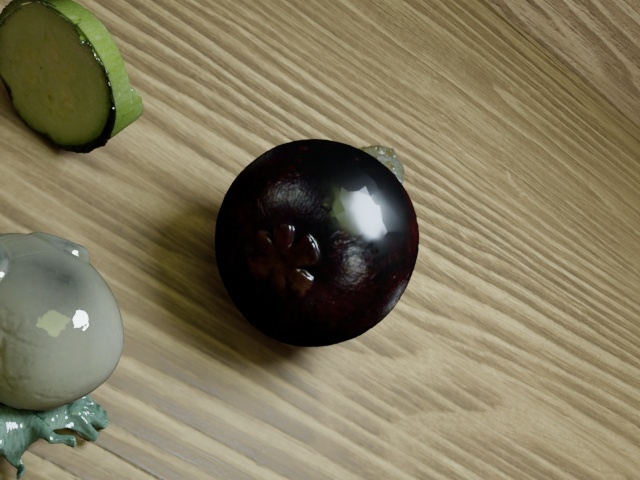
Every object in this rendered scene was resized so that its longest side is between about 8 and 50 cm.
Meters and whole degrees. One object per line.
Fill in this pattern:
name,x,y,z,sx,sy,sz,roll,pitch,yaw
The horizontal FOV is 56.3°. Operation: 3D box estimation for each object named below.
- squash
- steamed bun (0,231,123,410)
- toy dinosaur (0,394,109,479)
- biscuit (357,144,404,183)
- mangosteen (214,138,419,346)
squash,-0.349,-0.247,0.864,0.220,0.220,0.133,45,47,-2
steamed bun,-0.327,0.076,0.688,0.228,0.130,0.177,48,34,20
toy dinosaur,-0.392,0.219,0.594,0.383,0.076,0.129,8,25,-40
biscuit,0.103,-0.110,1.224,0.141,0.038,0.289,29,46,-16
mangosteen,0.000,0.000,0.915,0.306,0.307,0.347,50,16,4
